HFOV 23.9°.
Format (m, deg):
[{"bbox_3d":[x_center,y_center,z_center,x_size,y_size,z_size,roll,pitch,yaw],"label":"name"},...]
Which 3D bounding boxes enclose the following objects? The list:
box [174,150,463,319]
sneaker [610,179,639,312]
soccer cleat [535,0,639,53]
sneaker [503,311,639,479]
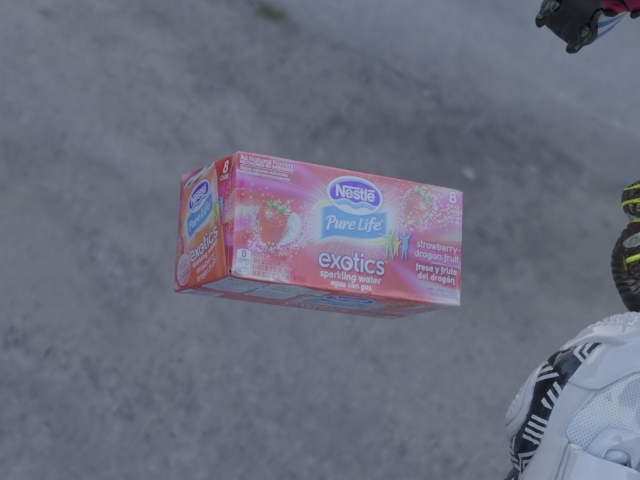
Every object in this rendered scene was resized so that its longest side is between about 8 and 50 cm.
[{"bbox_3d":[0.000,0.000,1.729,0.300,0.154,0.142,8,78,-28],"label":"box"},{"bbox_3d":[0.460,0.022,1.904,0.147,0.145,0.384,62,25,-13],"label":"sneaker"},{"bbox_3d":[0.356,-0.331,1.818,0.116,0.143,0.331,40,-11,-4],"label":"soccer cleat"},{"bbox_3d":[0.227,0.251,1.266,0.137,0.365,0.210,21,17,-40],"label":"sneaker"}]
